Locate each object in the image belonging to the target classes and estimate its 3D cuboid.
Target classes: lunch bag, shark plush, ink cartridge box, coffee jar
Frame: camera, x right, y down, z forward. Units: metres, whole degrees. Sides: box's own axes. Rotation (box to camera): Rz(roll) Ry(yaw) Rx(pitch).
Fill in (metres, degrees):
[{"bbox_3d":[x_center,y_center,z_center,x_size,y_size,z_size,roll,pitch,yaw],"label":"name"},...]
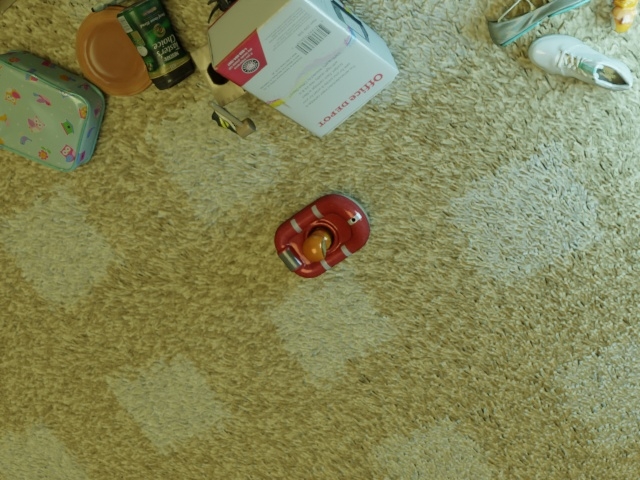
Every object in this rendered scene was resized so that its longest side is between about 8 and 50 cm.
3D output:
[{"bbox_3d":[-0.642,-0.289,1.740,0.279,0.108,0.224,24,119,3],"label":"lunch bag"},{"bbox_3d":[-0.413,-0.524,1.609,0.161,0.067,0.073,-11,84,28],"label":"shark plush"},{"bbox_3d":[-0.033,-0.366,1.497,0.226,0.131,0.306,-35,141,25],"label":"ink cartridge box"},{"bbox_3d":[-0.346,-0.418,1.632,0.079,0.096,0.184,4,128,48],"label":"coffee jar"}]

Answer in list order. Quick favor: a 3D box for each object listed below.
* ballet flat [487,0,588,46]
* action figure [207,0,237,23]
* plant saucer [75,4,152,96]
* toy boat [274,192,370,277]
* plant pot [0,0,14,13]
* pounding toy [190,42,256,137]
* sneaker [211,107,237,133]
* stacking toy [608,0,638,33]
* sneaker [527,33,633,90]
[{"bbox_3d":[0.429,-0.456,1.501,0.213,0.072,0.068,-25,100,19],"label":"ballet flat"},{"bbox_3d":[-0.109,-0.510,1.533,0.276,0.164,0.141,-8,150,8],"label":"action figure"},{"bbox_3d":[-0.452,-0.415,1.695,0.200,0.037,0.200,3,111,9],"label":"plant saucer"},{"bbox_3d":[0.000,0.000,1.712,0.231,0.151,0.151,-34,102,20],"label":"toy boat"},{"bbox_3d":[-0.716,-0.565,1.653,0.109,0.109,0.096,-32,90,20],"label":"plant pot"},{"bbox_3d":[-0.173,-0.324,1.601,0.094,0.181,0.206,-24,105,18],"label":"pounding toy"},{"bbox_3d":[-0.208,-0.263,1.717,0.083,0.031,0.035,44,126,-4],"label":"sneaker"},{"bbox_3d":[0.583,-0.531,1.418,0.166,0.175,0.301,8,126,8],"label":"stacking toy"},{"bbox_3d":[0.517,-0.348,1.514,0.212,0.094,0.080,18,114,3],"label":"sneaker"}]
